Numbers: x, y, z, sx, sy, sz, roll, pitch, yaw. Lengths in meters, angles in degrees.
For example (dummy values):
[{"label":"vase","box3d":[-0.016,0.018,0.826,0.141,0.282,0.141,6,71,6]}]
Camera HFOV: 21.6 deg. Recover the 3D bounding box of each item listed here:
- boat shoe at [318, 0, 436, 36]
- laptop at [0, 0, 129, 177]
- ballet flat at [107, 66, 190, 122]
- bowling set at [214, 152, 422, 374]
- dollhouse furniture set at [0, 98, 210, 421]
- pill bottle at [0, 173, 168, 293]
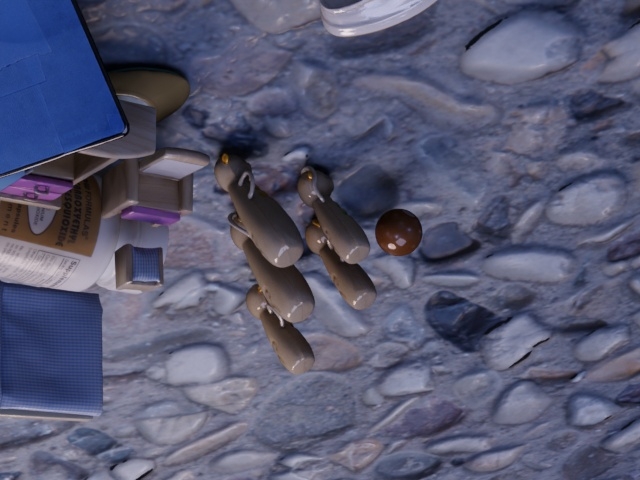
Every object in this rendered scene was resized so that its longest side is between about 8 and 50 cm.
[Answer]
[{"label":"boat shoe","box3d":[0.104,-0.294,1.550,0.277,0.098,0.096,-33,140,11]},{"label":"laptop","box3d":[-0.429,-0.193,1.326,0.382,0.236,0.408,-17,161,23]},{"label":"ballet flat","box3d":[-0.243,-0.124,1.684,0.232,0.073,0.080,-5,142,-11]},{"label":"bowling set","box3d":[0.000,0.000,1.902,0.200,0.154,0.287,-24,146,-17]},{"label":"dollhouse furniture set","box3d":[-0.223,0.042,1.583,0.286,0.303,0.198,10,160,-35]},{"label":"pill bottle","box3d":[-0.283,-0.015,1.770,0.229,0.131,0.131,15,136,-34]}]
